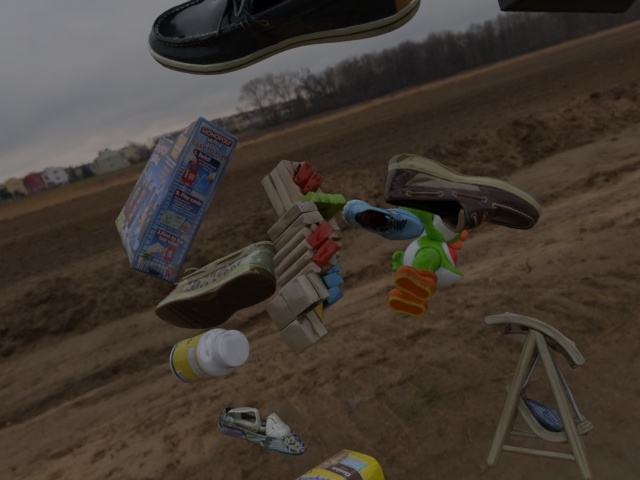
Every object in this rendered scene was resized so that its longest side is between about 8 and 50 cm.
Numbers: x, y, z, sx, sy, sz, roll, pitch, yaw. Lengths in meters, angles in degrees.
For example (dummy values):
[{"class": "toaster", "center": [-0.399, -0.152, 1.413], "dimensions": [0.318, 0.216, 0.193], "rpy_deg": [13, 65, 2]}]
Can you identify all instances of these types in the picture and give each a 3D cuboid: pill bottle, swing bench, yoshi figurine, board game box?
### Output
[{"class": "pill bottle", "center": [-0.149, 0.155, 0.695], "dimensions": [0.116, 0.065, 0.065], "rpy_deg": [-23, 7, 41]}, {"class": "swing bench", "center": [0.396, 0.269, 0.932], "dimensions": [0.165, 0.255, 0.253], "rpy_deg": [-2, -13, 25]}, {"class": "yoshi figurine", "center": [0.250, -0.002, 1.326], "dimensions": [0.203, 0.203, 0.362], "rpy_deg": [-10, 40, 41]}, {"class": "board game box", "center": [-0.191, -0.070, 0.677], "dimensions": [0.194, 0.060, 0.194], "rpy_deg": [-59, 32, 4]}]

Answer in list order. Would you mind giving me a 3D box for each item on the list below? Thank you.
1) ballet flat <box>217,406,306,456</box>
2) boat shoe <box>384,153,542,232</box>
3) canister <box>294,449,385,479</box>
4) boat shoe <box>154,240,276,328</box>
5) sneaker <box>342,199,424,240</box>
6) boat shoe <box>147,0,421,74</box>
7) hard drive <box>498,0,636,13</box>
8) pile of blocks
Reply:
[{"class": "ballet flat", "center": [-0.070, 0.220, 0.604], "dimensions": [0.114, 0.041, 0.041], "rpy_deg": [10, 23, 18]}, {"class": "boat shoe", "center": [0.293, -0.069, 1.070], "dimensions": [0.341, 0.123, 0.123], "rpy_deg": [19, -20, -10]}, {"class": "canister", "center": [0.013, 0.434, 0.884], "dimensions": [0.169, 0.073, 0.126], "rpy_deg": [-16, 0, -38]}, {"class": "boat shoe", "center": [-0.191, 0.089, 0.952], "dimensions": [0.285, 0.104, 0.089], "rpy_deg": [-22, 44, 28]}, {"class": "sneaker", "center": [0.122, -0.029, 0.956], "dimensions": [0.162, 0.063, 0.073], "rpy_deg": [10, 12, -17]}, {"class": "boat shoe", "center": [-0.088, -0.404, 0.851], "dimensions": [0.500, 0.156, 0.187], "rpy_deg": [-3, 61, 22]}, {"class": "hard drive", "center": [0.239, -0.355, 0.495], "dimensions": [0.171, 0.255, 0.054], "rpy_deg": [-6, 1, -16]}, {"class": "pile of blocks", "center": [0.000, 0.000, 0.810], "dimensions": [0.112, 0.149, 0.362], "rpy_deg": [-42, 39, 36]}]
